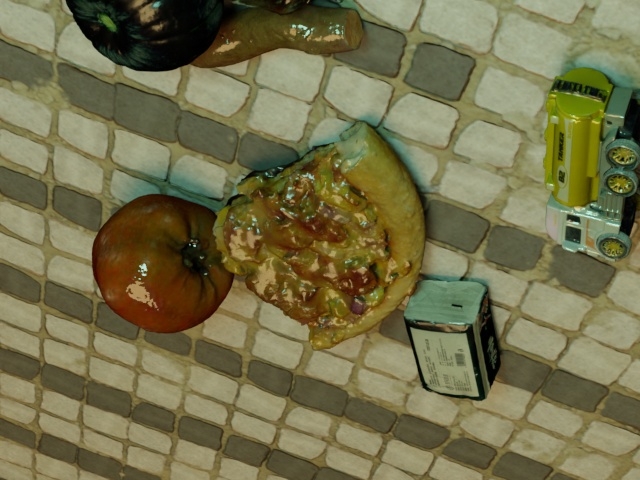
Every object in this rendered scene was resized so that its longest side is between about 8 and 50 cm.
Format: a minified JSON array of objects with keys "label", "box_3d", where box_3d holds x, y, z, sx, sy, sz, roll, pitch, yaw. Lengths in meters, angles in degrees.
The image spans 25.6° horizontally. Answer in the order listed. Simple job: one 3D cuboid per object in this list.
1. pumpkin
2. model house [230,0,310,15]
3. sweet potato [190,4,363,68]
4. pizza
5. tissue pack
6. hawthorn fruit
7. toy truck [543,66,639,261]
[{"label":"pumpkin","box_3d":[-0.194,-0.276,1.533,0.202,0.140,0.202,32,154,18]},{"label":"model house","box_3d":[-0.035,-0.314,1.454,0.165,0.106,0.152,0,154,-47]},{"label":"sweet potato","box_3d":[-0.091,-0.232,1.603,0.281,0.059,0.067,-3,127,27]},{"label":"pizza","box_3d":[0.000,0.000,1.804,0.278,0.114,0.408,16,136,-4]},{"label":"tissue pack","box_3d":[0.179,0.134,1.895,0.103,0.090,0.170,6,138,19]},{"label":"hawthorn fruit","box_3d":[-0.227,0.037,1.900,0.196,0.196,0.225,42,149,-25]},{"label":"toy truck","box_3d":[0.303,-0.085,1.563,0.114,0.098,0.226,13,140,18]}]
